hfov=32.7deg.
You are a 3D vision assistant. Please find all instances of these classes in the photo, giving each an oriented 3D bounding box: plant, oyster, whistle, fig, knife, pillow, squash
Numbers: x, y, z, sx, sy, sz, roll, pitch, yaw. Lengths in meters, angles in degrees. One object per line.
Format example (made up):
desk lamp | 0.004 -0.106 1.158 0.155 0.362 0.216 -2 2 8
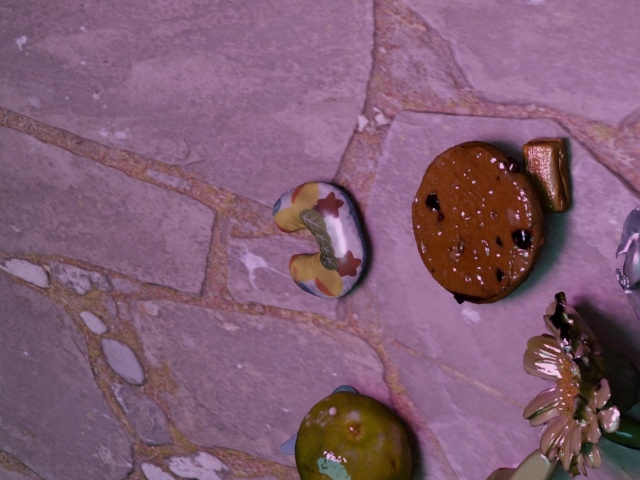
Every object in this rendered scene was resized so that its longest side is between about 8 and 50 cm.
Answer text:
plant | 0.444 0.222 1.728 0.297 0.261 0.305 -2 61 26
oyster | 0.561 0.071 1.732 0.252 0.087 0.199 44 130 30
whistle | 0.334 0.476 1.953 0.131 0.106 0.288 45 121 23
fig | 0.078 0.441 2.106 0.233 0.233 0.314 9 147 34
knife | -0.001 0.381 2.227 0.063 0.035 0.260 48 128 11
pillow | 0.000 0.000 2.130 0.214 0.086 0.233 -15 92 47
squash | 0.491 0.314 1.851 0.183 0.052 0.052 21 110 28

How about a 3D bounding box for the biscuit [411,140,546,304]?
biscuit | 0.276 -0.031 1.906 0.296 0.075 0.295 16 112 46

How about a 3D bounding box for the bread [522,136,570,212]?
bread | 0.382 -0.109 1.849 0.074 0.053 0.132 -3 100 36
